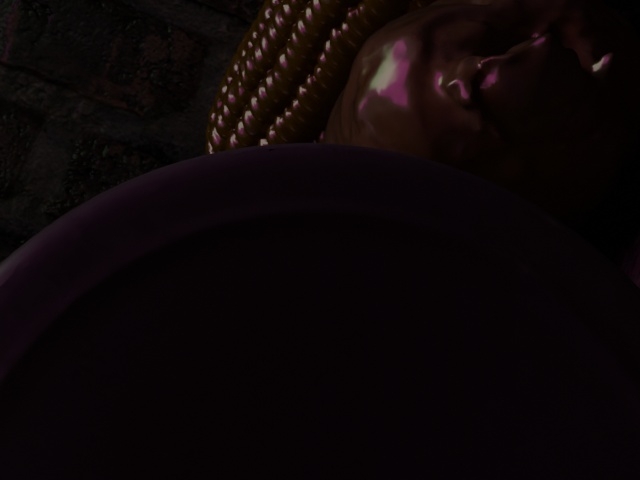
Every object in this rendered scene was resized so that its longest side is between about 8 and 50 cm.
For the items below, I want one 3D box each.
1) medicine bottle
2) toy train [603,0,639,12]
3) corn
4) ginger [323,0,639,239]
[{"bbox_3d":[-0.016,0.105,0.585,0.232,0.238,0.238,134,157,-75],"label":"medicine bottle"},{"bbox_3d":[0.147,-0.143,0.493,0.090,0.137,0.225,-80,8,-49],"label":"toy train"},{"bbox_3d":[0.042,-0.123,1.012,0.344,0.131,0.131,-54,14,49],"label":"corn"},{"bbox_3d":[0.071,-0.036,0.898,0.267,0.138,0.152,101,160,-55],"label":"ginger"}]
